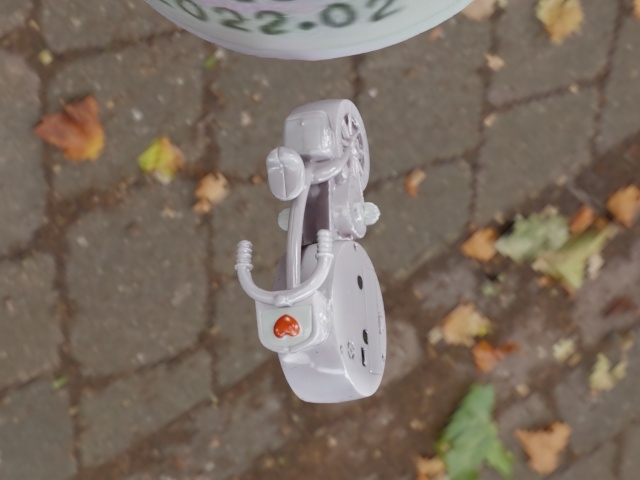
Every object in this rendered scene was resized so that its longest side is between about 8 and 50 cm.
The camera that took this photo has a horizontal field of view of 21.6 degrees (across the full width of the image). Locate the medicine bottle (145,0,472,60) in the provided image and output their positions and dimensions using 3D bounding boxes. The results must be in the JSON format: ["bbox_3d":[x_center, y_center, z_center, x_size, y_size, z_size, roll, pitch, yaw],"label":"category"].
[{"bbox_3d":[-0.028,-0.216,0.549,0.219,0.219,0.388,-40,166,-1],"label":"medicine bottle"}]

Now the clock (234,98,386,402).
[{"bbox_3d":[0.000,0.000,0.683,0.041,0.129,0.087,-8,162,21],"label":"clock"}]
